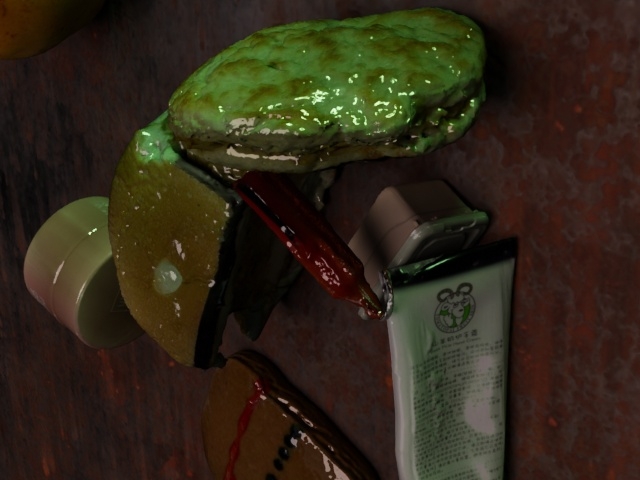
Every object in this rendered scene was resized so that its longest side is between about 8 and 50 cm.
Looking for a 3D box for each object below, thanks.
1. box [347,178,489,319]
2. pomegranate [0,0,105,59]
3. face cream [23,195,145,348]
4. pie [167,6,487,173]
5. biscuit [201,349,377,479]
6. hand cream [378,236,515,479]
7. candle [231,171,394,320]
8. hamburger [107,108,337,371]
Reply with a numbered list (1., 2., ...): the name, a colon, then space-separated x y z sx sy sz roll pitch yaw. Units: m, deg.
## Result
1. box: 0.074 0.005 0.796 0.062 0.089 0.122 55 135 27
2. pomegranate: -0.341 -0.313 0.959 0.264 0.264 0.264 18 118 38
3. face cream: -0.249 0.037 1.069 0.104 0.149 0.149 34 127 31
4. pie: 0.003 -0.109 0.710 0.248 0.201 0.090 -3 124 10
5. biscuit: -0.052 0.287 1.051 0.277 0.052 0.262 44 131 22
6. hand cream: 0.115 0.164 0.808 0.076 0.121 0.336 -141 42 -59
7. candle: 0.000 0.000 0.731 0.048 0.053 0.162 -43 88 4
8. hamburger: -0.099 -0.038 0.883 0.192 0.168 0.288 40 129 27
